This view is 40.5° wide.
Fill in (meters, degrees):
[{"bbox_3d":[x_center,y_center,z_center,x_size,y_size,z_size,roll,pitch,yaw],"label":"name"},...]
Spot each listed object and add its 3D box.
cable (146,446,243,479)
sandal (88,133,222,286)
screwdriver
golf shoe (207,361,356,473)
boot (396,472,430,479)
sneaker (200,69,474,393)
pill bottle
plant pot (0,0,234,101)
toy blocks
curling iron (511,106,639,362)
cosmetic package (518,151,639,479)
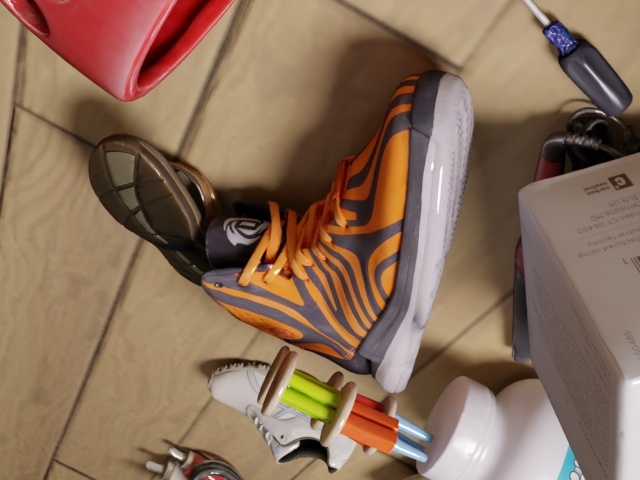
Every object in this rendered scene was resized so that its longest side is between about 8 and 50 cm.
[{"bbox_3d":[-0.095,0.349,1.159,0.287,0.072,0.139,25,126,-21],"label":"cable"},{"bbox_3d":[-0.110,-0.025,0.711,0.090,0.060,0.219,5,153,30],"label":"sandal"},{"bbox_3d":[0.120,-0.131,0.492,0.170,0.025,0.024,38,139,-20],"label":"screwdriver"},{"bbox_3d":[-0.044,0.182,0.892,0.176,0.086,0.069,12,142,16],"label":"golf shoe"},{"bbox_3d":[0.192,0.294,0.911,0.213,0.077,0.165,30,139,-4],"label":"boot"},{"bbox_3d":[0.000,0.000,0.624,0.180,0.125,0.321,16,141,7],"label":"sneaker"},{"bbox_3d":[0.219,0.214,0.745,0.264,0.146,0.146,26,142,-4],"label":"pill bottle"},{"bbox_3d":[-0.101,-0.191,0.410,0.174,0.191,0.191,39,140,-5],"label":"plant pot"},{"bbox_3d":[0.028,0.140,0.684,0.148,0.054,0.123,26,174,-5],"label":"toy blocks"},{"bbox_3d":[0.170,0.016,0.628,0.068,0.035,0.274,15,141,10],"label":"curling iron"},{"bbox_3d":[0.219,0.058,0.520,0.151,0.151,0.184,-16,135,0],"label":"cosmetic package"}]
